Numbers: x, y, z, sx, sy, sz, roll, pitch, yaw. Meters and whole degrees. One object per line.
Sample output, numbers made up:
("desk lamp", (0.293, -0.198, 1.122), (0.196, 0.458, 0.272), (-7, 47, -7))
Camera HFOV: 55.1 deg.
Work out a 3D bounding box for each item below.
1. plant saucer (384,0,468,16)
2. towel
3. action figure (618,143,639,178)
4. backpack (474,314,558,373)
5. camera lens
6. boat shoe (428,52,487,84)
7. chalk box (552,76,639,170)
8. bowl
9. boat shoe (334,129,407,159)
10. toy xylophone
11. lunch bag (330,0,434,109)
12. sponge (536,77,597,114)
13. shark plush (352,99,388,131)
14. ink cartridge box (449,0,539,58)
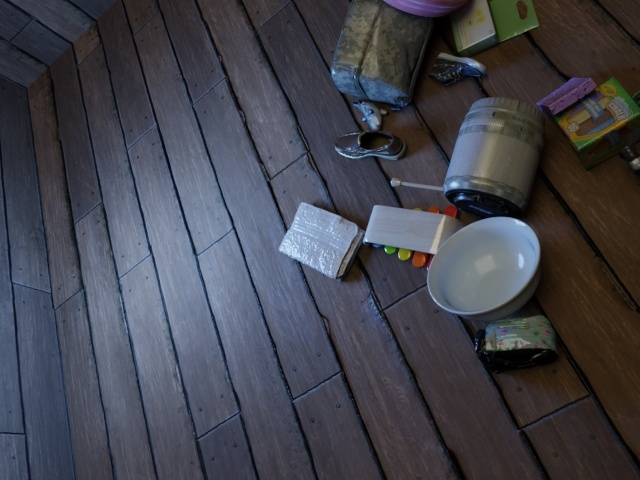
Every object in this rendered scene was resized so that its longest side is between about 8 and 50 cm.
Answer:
("plant saucer", (0.297, -0.783, 1.886), (0.332, 0.332, 0.084), (58, 146, 34))
("towel", (0.000, 0.000, 1.944), (0.282, 0.049, 0.187), (24, 85, 38))
("action figure", (0.816, -0.112, 1.420), (0.185, 0.099, 0.285), (-27, 63, 15))
("backpack", (0.473, 0.249, 1.479), (0.182, 0.152, 0.115), (-12, 64, 22))
("camera lens", (0.456, -0.206, 1.612), (0.219, 0.219, 0.274), (11, 78, 36))
("boat shoe", (0.414, -0.507, 1.859), (0.183, 0.065, 0.083), (31, 92, 44))
("chalk box", (0.720, -0.300, 1.529), (0.213, 0.132, 0.132), (-33, 57, 21))
("bowl", (0.429, 0.094, 1.542), (0.298, 0.134, 0.298), (-26, 36, 22))
("boat shoe", (0.144, -0.315, 1.939), (0.257, 0.095, 0.095), (7, 76, 35))
("toy xylophone", (0.268, -0.049, 1.763), (0.323, 0.081, 0.236), (21, 85, 37))
("lunch bag", (0.201, -0.589, 1.938), (0.256, 0.212, 0.305), (17, 84, 19))
("sponge", (0.631, -0.374, 1.586), (0.117, 0.210, 0.031), (-35, 95, 17))
("shark plush", (0.146, -0.416, 2.006), (0.161, 0.073, 0.067), (40, 126, 33))
("ink cartridge box", (0.518, -0.672, 1.856), (0.235, 0.056, 0.171), (-20, 62, 29))
